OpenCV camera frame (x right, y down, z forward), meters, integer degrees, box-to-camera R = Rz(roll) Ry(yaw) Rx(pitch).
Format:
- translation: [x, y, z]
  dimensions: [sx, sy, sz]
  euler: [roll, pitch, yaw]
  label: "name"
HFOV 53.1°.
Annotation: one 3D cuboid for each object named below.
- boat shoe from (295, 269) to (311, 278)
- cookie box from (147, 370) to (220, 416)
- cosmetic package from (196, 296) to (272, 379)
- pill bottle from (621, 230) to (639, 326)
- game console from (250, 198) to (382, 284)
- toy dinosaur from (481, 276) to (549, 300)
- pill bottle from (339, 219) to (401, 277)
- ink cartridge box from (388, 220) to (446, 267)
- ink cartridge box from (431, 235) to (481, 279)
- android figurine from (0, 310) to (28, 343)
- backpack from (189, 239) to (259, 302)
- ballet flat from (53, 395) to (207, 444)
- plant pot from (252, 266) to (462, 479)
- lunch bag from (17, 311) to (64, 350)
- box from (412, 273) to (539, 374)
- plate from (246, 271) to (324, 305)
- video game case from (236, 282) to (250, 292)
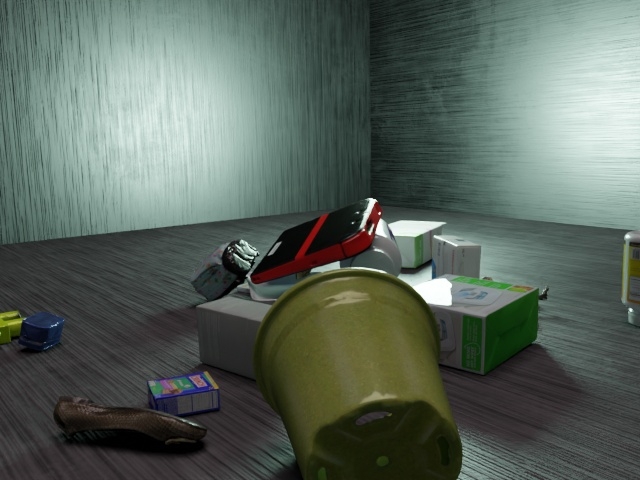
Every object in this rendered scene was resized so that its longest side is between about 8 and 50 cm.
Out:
- translation: [-0.047, 0.079, 1.827]
  dimensions: [0.045, 0.050, 0.135]
  euler: [-1, 11, 4]
  label: "boat shoe"
- translation: [-0.234, 0.263, 1.092]
  dimensions: [0.107, 0.040, 0.092]
  euler: [-4, 9, -23]
  label: "cookie box"
- translation: [-0.131, 0.192, 1.254]
  dimensions: [0.238, 0.127, 0.107]
  euler: [8, 13, 37]
  label: "cosmetic package"
- translation: [0.765, 0.089, 1.487]
  dimensions: [0.117, 0.215, 0.117]
  euler: [-1, 9, 0]
  label: "pill bottle"
- translation: [0.000, 0.000, 1.837]
  dimensions: [0.342, 0.060, 0.386]
  euler: [-21, 14, 18]
  label: "game console"
- translation: [0.517, 0.149, 1.659]
  dimensions: [0.118, 0.064, 0.268]
  euler: [-10, 13, -12]
  label: "toy dinosaur"
- translation: [0.145, 0.043, 1.918]
  dimensions: [0.182, 0.181, 0.323]
  euler: [-1, 16, 2]
  label: "pill bottle"
- translation: [0.319, 0.008, 2.362]
  dimensions: [0.207, 0.119, 0.353]
  euler: [3, 11, 29]
  label: "ink cartridge box"
- translation: [0.401, 0.067, 1.914]
  dimensions: [0.082, 0.139, 0.191]
  euler: [-1, 9, -12]
  label: "ink cartridge box"
- translation: [-0.826, 0.209, 1.476]
  dimensions: [0.273, 0.056, 0.248]
  euler: [-6, 10, -36]
  label: "android figurine"
- translation: [-0.270, 0.086, 1.767]
  dimensions: [0.182, 0.115, 0.152]
  euler: [-40, 9, 27]
  label: "backpack"
- translation: [-0.292, 0.281, 0.967]
  dimensions: [0.250, 0.058, 0.084]
  euler: [6, -25, 12]
  label: "ballet flat"
- translation: [0.056, 0.209, 0.818]
  dimensions: [0.276, 0.276, 0.254]
  euler: [-2, 21, -7]
  label: "plant pot"
- translation: [-0.623, 0.207, 1.427]
  dimensions: [0.067, 0.065, 0.098]
  euler: [16, 11, 10]
  label: "lunch bag"
- translation: [0.300, 0.168, 1.357]
  dimensions: [0.231, 0.126, 0.262]
  euler: [9, 14, 40]
  label: "box"
- translation: [-0.063, 0.140, 1.766]
  dimensions: [0.277, 0.045, 0.278]
  euler: [1, 12, -12]
  label: "plate"
- translation: [-0.147, 0.138, 1.935]
  dimensions: [0.143, 0.019, 0.157]
  euler: [5, 12, 36]
  label: "video game case"
